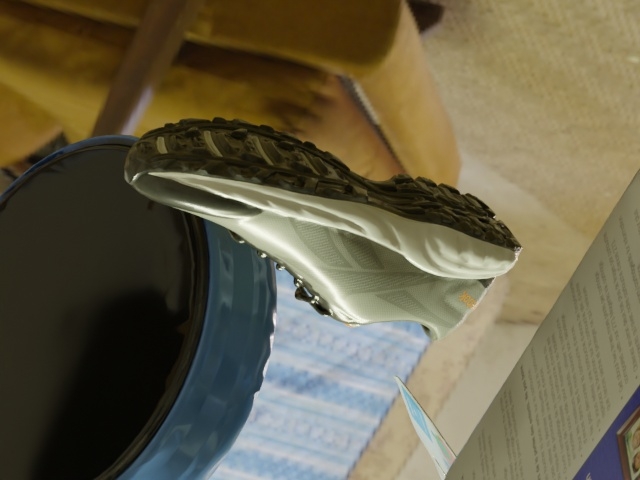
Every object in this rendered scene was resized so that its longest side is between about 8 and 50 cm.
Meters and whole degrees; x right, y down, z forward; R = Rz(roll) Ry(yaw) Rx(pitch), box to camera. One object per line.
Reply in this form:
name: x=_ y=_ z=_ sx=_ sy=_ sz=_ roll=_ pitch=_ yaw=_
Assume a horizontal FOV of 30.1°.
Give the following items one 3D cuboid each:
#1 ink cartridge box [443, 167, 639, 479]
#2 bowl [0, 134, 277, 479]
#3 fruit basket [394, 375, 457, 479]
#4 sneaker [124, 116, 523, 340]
ink cartridge box: x=0.128 y=0.094 z=0.485 sx=0.069 sy=0.176 sz=0.371 roll=16 pitch=130 yaw=-12
bowl: x=-0.217 y=0.082 z=1.092 sx=0.391 sy=0.391 sz=0.077 roll=5 pitch=164 yaw=38
fruit basket: x=0.181 y=0.330 z=1.097 sx=0.353 sy=0.165 sz=0.327 roll=47 pitch=168 yaw=37
sneaker: x=0.000 y=0.000 z=0.761 sx=0.271 sy=0.108 sz=0.100 roll=19 pitch=-159 yaw=-24
